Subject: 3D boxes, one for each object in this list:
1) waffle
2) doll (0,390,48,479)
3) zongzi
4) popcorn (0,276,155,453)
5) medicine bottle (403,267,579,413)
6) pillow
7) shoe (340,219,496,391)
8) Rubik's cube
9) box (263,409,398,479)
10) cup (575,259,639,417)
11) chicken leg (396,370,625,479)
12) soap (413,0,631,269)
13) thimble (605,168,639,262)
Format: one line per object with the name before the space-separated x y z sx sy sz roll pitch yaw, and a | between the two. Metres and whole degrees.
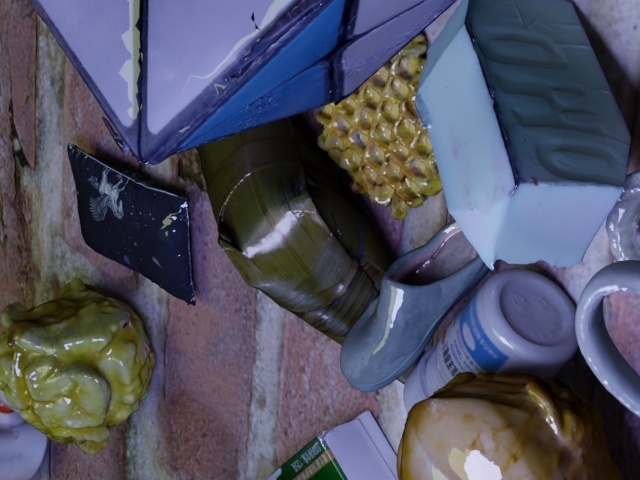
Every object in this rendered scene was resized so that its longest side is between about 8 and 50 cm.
waffle | 0.062 -0.116 1.787 0.191 0.038 0.191 22 120 44
doll | -0.397 0.226 2.385 0.271 0.144 0.208 -20 81 56
zongzi | 0.000 0.000 1.889 0.123 0.289 0.260 -37 38 12
popcorn | -0.284 0.136 2.194 0.187 0.185 0.167 36 156 15
medicine bottle | 0.154 0.109 1.724 0.105 0.105 0.168 54 139 18
pillow | -0.211 -0.021 2.136 0.208 0.055 0.141 25 132 42
shoe | 0.078 0.047 1.739 0.195 0.078 0.079 -45 44 6
Rubik's cube | -0.059 -0.275 1.612 0.305 0.307 0.310 -42 79 37
box | 0.013 0.282 1.985 0.135 0.081 0.199 59 142 13
cup | 0.338 0.093 1.393 0.301 0.227 0.257 -4 109 27
chicken leg | 0.234 0.269 1.664 0.409 0.182 0.295 38 169 0
soap | 0.167 -0.092 1.535 0.091 0.145 0.230 -59 39 43
thimble | 0.293 -0.012 1.526 0.102 0.090 0.115 32 130 41
